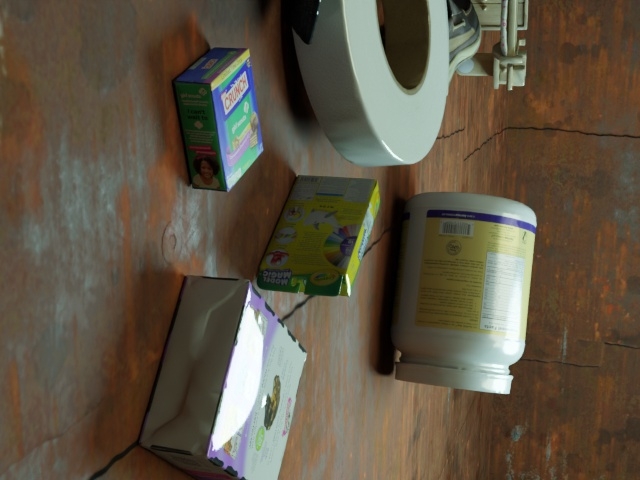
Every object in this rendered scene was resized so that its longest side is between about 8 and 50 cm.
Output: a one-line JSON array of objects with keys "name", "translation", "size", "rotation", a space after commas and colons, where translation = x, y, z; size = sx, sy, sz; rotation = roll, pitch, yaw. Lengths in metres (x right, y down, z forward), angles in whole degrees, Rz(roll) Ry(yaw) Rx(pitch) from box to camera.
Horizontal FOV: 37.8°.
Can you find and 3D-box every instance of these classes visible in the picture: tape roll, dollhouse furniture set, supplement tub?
[{"name": "tape roll", "translation": [0.076, -0.286, 1.199], "size": [0.392, 0.072, 0.392], "rotation": [10, 79, -64]}, {"name": "dollhouse furniture set", "translation": [0.288, -0.392, 1.713], "size": [0.355, 0.173, 0.303], "rotation": [-61, 150, -62]}, {"name": "supplement tub", "translation": [0.251, 0.094, 1.666], "size": [0.241, 0.241, 0.331], "rotation": [24, 72, -71]}]

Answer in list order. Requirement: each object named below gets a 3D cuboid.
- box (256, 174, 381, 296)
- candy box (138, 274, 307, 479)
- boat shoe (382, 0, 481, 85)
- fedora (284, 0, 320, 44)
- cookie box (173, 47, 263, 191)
[{"name": "box", "translation": [0.000, 0.000, 1.081], "size": [0.043, 0.105, 0.179], "rotation": [76, 26, -43]}, {"name": "candy box", "translation": [-0.086, 0.149, 0.910], "size": [0.196, 0.070, 0.165], "rotation": [60, 38, -59]}, {"name": "boat shoe", "translation": [0.187, -0.353, 1.528], "size": [0.355, 0.132, 0.130], "rotation": [-64, 153, -51]}, {"name": "fedora", "translation": [0.039, -0.342, 0.871], "size": [0.334, 0.152, 0.334], "rotation": [175, -90, -84]}, {"name": "cookie box", "translation": [-0.092, -0.114, 0.868], "size": [0.092, 0.040, 0.107], "rotation": [-58, 147, -53]}]
